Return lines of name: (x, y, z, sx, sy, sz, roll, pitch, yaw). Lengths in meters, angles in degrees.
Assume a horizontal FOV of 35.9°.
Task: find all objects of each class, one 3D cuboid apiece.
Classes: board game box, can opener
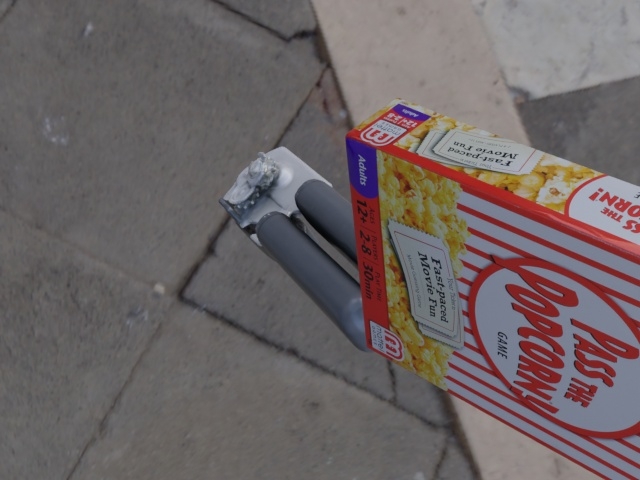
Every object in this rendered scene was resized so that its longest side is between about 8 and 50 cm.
board game box: (0.103, 0.029, 0.475, 0.193, 0.147, 0.045, 26, 49, 35)
can opener: (0.000, 0.000, 0.734, 0.074, 0.280, 0.093, -42, 120, -4)
